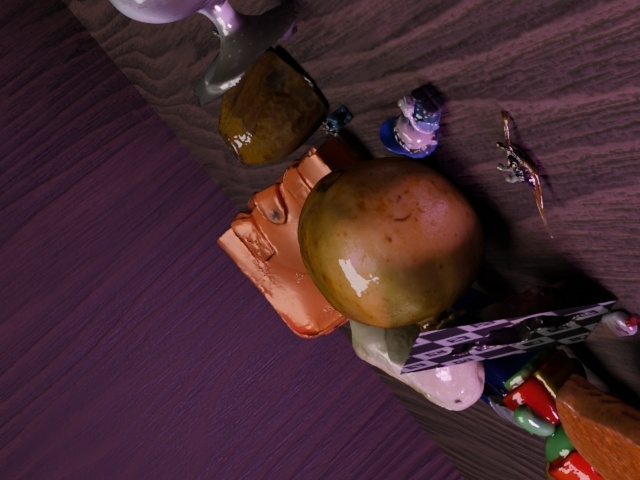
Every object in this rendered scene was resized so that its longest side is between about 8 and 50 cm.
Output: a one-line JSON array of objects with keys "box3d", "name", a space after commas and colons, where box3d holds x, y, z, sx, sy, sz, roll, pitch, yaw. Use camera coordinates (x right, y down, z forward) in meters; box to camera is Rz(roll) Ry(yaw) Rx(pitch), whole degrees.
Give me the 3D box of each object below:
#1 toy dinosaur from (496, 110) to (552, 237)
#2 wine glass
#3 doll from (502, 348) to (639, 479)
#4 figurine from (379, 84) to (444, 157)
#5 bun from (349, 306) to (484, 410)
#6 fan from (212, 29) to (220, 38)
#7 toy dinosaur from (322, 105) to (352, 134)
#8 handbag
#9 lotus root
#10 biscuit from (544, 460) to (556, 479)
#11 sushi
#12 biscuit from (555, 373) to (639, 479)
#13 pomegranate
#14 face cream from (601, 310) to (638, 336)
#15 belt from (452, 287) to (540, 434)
[{"box3d": [0.255, -0.088, 1.519, 0.180, 0.037, 0.058, 54, 173, -24], "name": "toy dinosaur"}, {"box3d": [-0.204, -0.396, 1.776, 0.323, 0.238, 0.238, 48, 171, -24], "name": "wine glass"}, {"box3d": [0.445, 0.330, 1.877, 0.363, 0.182, 0.160, 42, 131, 15], "name": "doll"}, {"box3d": [0.140, -0.170, 1.664, 0.077, 0.079, 0.136, 49, 147, 14], "name": "figurine"}, {"box3d": [0.164, 0.166, 2.006, 0.259, 0.160, 0.259, 29, 175, 3], "name": "bun"}, {"box3d": [-0.135, -0.336, 2.324, 0.220, 0.009, 0.132, 46, 167, 9], "name": "fan"}, {"box3d": [0.026, -0.202, 2.030, 0.030, 0.047, 0.083, 50, 171, 0], "name": "toy dinosaur"}, {"box3d": [0.000, 0.000, 2.241, 0.303, 0.116, 0.410, 47, 141, -4], "name": "handbag"}, {"box3d": [-0.110, -0.234, 2.134, 0.199, 0.180, 0.188, 47, 174, 8], "name": "lotus root"}, {"box3d": [0.491, 0.435, 1.991, 0.259, 0.079, 0.259, 18, -157, -8], "name": "biscuit"}, {"box3d": [0.263, 0.120, 1.750, 0.292, 0.294, 0.059, 89, 171, -72], "name": "sushi"}, {"box3d": [0.494, 0.354, 1.608, 0.455, 0.078, 0.350, 45, 167, 8], "name": "biscuit"}, {"box3d": [0.104, -0.001, 1.833, 0.307, 0.307, 0.307, 47, 170, 11], "name": "pomegranate"}, {"box3d": [0.415, 0.114, 1.636, 0.040, 0.021, 0.083, 45, 169, 1], "name": "face cream"}, {"box3d": [0.311, 0.211, 2.164, 0.347, 0.117, 0.212, 35, 160, 54], "name": "belt"}]
